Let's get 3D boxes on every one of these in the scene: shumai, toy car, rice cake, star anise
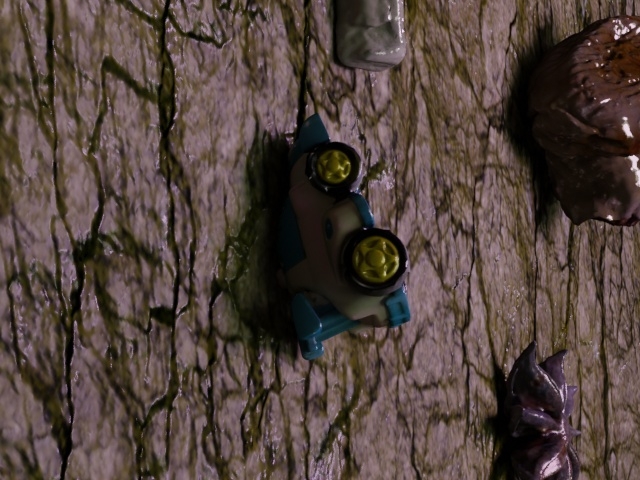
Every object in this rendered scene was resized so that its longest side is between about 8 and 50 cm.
[{"bbox_3d":[0.299,-0.124,1.703,0.218,0.184,0.185,-80,-171,-48],"label":"shumai"},{"bbox_3d":[0.000,0.000,1.138,0.161,0.098,0.126,63,-6,12],"label":"toy car"},{"bbox_3d":[0.037,-0.266,1.260,0.057,0.052,0.256,-1,88,-35],"label":"rice cake"},{"bbox_3d":[0.222,0.202,1.575,0.204,0.061,0.180,61,31,-47],"label":"star anise"}]
